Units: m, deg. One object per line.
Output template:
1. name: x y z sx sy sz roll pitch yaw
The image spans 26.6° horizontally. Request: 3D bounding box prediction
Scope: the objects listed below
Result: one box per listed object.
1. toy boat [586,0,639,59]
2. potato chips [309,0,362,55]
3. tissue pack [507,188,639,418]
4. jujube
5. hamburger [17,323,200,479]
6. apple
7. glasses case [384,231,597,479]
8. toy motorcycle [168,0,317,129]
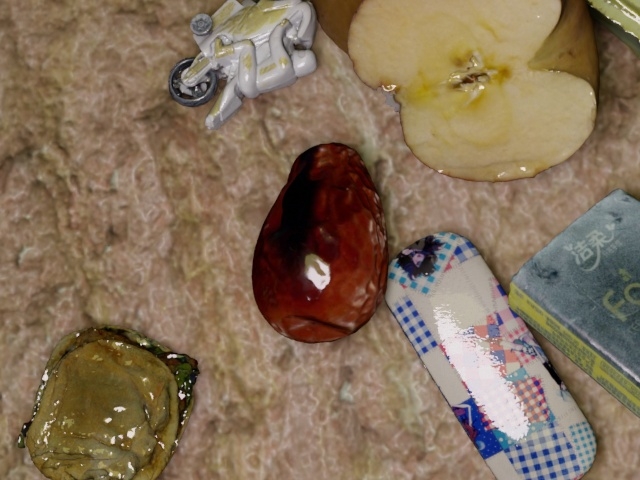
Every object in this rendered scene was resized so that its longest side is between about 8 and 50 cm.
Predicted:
1. toy boat: 0.324 -0.302 1.569 0.084 0.111 0.276 -46 78 6
2. potato chips: 0.074 -0.291 1.640 0.150 0.049 0.202 -41 75 -1
3. tissue pack: 0.358 0.083 1.472 0.185 0.081 0.257 -37 62 -22
4. jujube: 0.000 0.000 1.559 0.168 0.168 0.236 -3 64 9
5. hamburger: -0.248 0.207 1.595 0.183 0.130 0.206 17 66 9
6. apple: 0.183 -0.225 1.532 0.251 0.163 0.293 -12 123 23
7. glasses case: 0.190 0.142 1.544 0.125 0.076 0.327 -33 77 5
8. toy motorcycle: -0.077 -0.232 1.644 0.151 0.074 0.229 37 80 17
